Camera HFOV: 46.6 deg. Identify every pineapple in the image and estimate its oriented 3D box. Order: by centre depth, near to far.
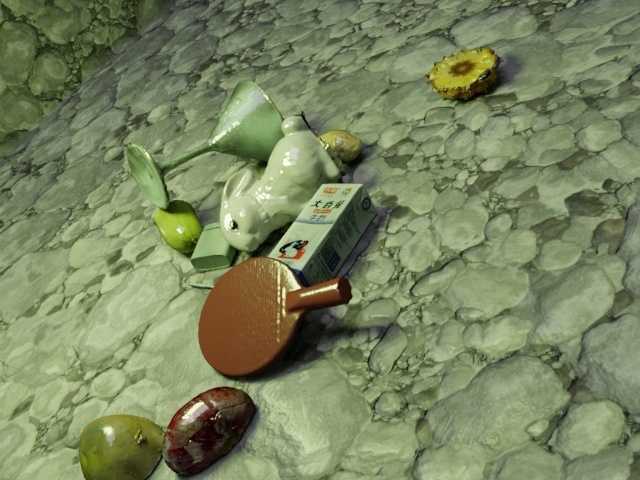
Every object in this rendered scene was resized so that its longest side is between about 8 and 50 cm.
[{"bbox_3d":[0.400,-0.453,2.054,0.224,0.076,0.225,-18,39,15],"label":"pineapple"}]

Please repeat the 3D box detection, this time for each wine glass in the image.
[{"bbox_3d":[-0.323,-0.265,2.110,0.406,0.267,0.267,-31,31,-29],"label":"wine glass"}]

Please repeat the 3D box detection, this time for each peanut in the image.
[{"bbox_3d":[0.011,-0.249,2.073,0.229,0.098,0.103,-16,78,22],"label":"peanut"}]

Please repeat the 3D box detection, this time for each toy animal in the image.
[{"bbox_3d":[-0.118,-0.134,1.926,0.357,0.194,0.258,-34,79,-4],"label":"toy animal"}]

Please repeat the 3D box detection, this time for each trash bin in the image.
[{"bbox_3d":[-0.274,0.014,1.982,0.116,0.059,0.130,-11,40,25],"label":"trash bin"}]

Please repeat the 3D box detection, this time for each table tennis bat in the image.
[{"bbox_3d":[-0.113,0.150,1.596,0.414,0.051,0.268,-19,60,33],"label":"table tennis bat"}]

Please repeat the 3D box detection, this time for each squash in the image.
[{"bbox_3d":[-0.383,-0.027,2.070,0.123,0.123,0.187,-35,37,-7],"label":"squash"}]

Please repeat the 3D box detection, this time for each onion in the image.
[{"bbox_3d":[-0.240,0.361,1.482,0.151,0.098,0.206,16,56,45],"label":"onion"}]

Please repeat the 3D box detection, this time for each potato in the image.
[{"bbox_3d":[-0.434,0.421,1.541,0.202,0.117,0.182,10,54,43],"label":"potato"}]

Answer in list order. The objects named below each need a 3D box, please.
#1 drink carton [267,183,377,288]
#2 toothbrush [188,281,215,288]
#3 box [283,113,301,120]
[{"bbox_3d":[0.000,0.000,1.757,0.130,0.107,0.315,5,46,38],"label":"drink carton"},{"bbox_3d":[-0.274,0.122,1.885,0.193,0.013,0.019,9,59,42],"label":"toothbrush"},{"bbox_3d":[-0.095,-0.331,2.266,0.122,0.089,0.062,-17,26,18],"label":"box"}]
